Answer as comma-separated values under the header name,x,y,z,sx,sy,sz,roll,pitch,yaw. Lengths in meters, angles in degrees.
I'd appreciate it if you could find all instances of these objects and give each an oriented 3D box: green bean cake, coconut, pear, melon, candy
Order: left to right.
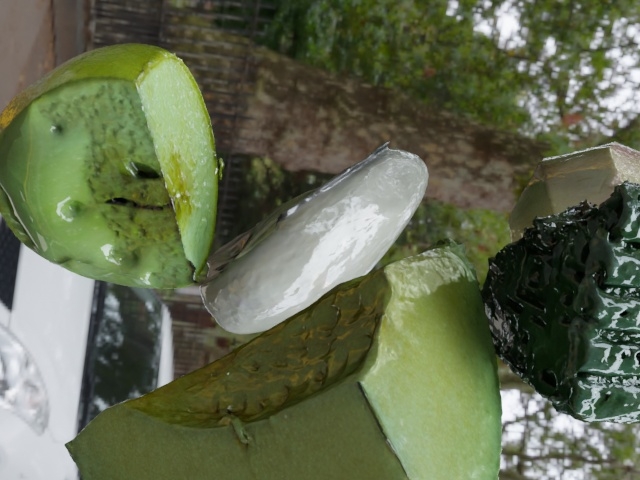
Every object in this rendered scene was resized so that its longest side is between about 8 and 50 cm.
name,x,y,z,sx,sy,sz,roll,pitch,yaw
pear,-0.325,-0.113,1.218,0.238,0.318,0.342,-76,160,-55
melon,-0.039,0.157,0.730,0.343,0.226,0.331,-29,-138,35
candy,0.000,0.000,1.378,0.186,0.427,0.386,52,-9,-3
green bean cake,0.217,0.033,0.708,0.208,0.107,0.193,-132,-135,-71
coconut,0.412,-0.026,1.296,0.259,0.259,0.259,-173,-90,-80
